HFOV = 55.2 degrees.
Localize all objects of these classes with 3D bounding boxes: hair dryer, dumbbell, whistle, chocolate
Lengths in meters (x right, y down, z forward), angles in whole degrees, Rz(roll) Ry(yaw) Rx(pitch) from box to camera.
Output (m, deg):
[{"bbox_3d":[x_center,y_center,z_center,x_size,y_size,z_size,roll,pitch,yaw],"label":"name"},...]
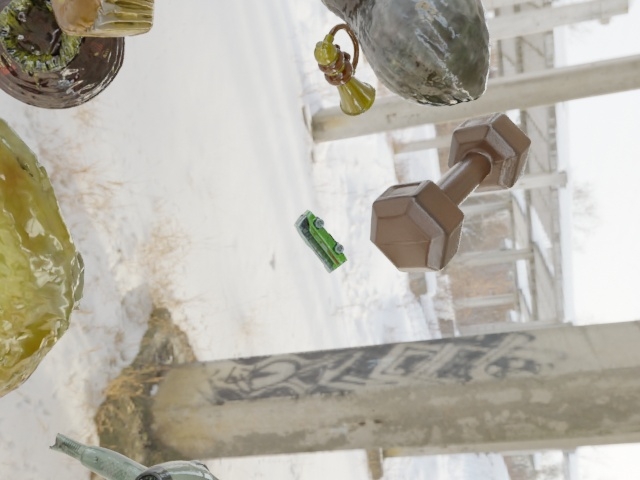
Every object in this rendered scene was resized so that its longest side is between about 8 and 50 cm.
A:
[{"bbox_3d":[-0.205,0.324,0.818,0.229,0.267,0.092,38,66,-40],"label":"hair dryer"},{"bbox_3d":[0.140,-0.056,0.634,0.231,0.092,0.082,-42,117,-40],"label":"dumbbell"},{"bbox_3d":[0.030,-0.192,0.679,0.046,0.057,0.109,55,3,33],"label":"whistle"},{"bbox_3d":[0.064,-0.215,0.547,0.248,0.110,0.110,58,-2,30],"label":"chocolate"}]

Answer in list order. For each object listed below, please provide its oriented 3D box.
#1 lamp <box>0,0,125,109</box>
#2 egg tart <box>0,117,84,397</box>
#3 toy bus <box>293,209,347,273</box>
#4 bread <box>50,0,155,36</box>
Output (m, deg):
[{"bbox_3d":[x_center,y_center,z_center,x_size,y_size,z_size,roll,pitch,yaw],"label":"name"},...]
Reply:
[{"bbox_3d":[-0.455,-0.341,1.033,0.247,0.247,0.246,-7,90,-79],"label":"lamp"},{"bbox_3d":[-0.304,-0.011,0.386,0.120,0.315,0.315,-105,180,-53],"label":"egg tart"},{"bbox_3d":[0.000,0.000,0.799,0.083,0.037,0.031,52,-3,-14],"label":"toy bus"},{"bbox_3d":[-0.285,-0.411,0.802,0.119,0.153,0.288,-6,103,-44],"label":"bread"}]
